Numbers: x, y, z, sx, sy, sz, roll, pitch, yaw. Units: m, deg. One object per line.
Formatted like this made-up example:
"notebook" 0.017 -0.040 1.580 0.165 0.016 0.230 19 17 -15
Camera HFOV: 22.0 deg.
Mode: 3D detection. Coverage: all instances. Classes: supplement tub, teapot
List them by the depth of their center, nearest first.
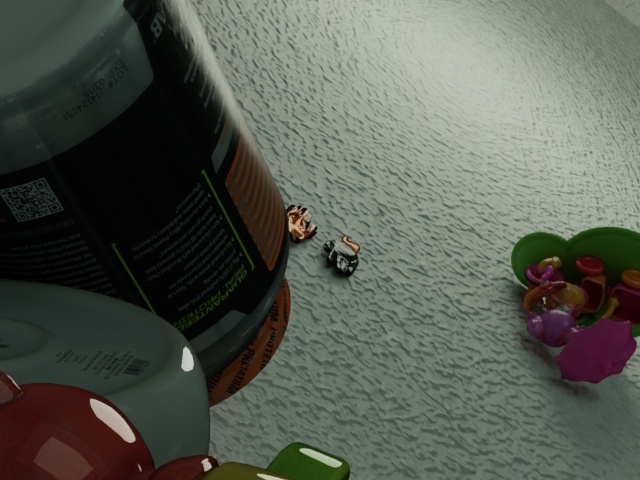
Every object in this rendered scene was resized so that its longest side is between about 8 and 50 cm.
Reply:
"teapot" -0.175 0.134 0.829 0.256 0.187 0.252 -7 19 -35
"supplement tub" -0.134 -0.040 0.980 0.193 0.193 0.316 62 -3 43

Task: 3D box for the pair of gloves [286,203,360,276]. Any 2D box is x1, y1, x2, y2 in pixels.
"pair of gloves" 0.000 0.000 1.492 0.083 0.010 0.074 37 23 -6

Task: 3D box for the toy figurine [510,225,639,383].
"toy figurine" 0.253 0.071 1.611 0.173 0.130 0.159 18 32 11

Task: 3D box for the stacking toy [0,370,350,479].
"stacking toy" -0.116 0.188 0.698 0.130 0.309 0.279 29 10 9
